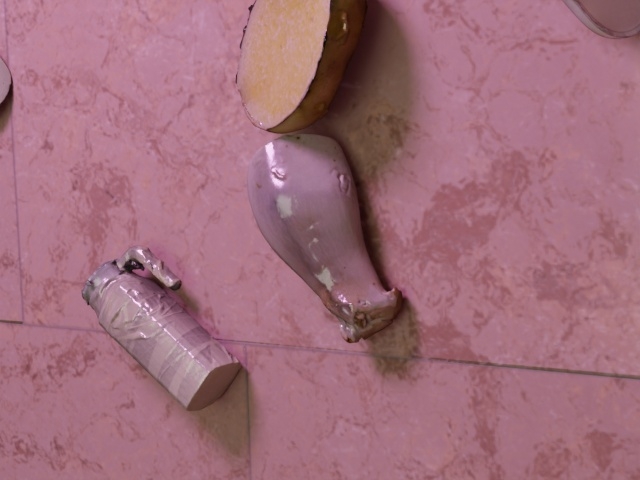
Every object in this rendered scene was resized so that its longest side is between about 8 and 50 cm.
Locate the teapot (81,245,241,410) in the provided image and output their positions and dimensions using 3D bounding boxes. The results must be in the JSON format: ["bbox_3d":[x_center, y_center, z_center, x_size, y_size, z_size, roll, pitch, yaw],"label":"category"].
[{"bbox_3d":[-0.182,0.093,1.599,0.200,0.077,0.107,41,112,21],"label":"teapot"}]

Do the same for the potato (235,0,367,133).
[{"bbox_3d":[-0.012,-0.205,1.448,0.200,0.081,0.164,-62,41,28],"label":"potato"}]

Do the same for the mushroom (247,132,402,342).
[{"bbox_3d":[0.000,0.000,1.461,0.116,0.093,0.225,-23,79,12],"label":"mushroom"}]

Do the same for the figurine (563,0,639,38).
[{"bbox_3d":[0.197,-0.291,1.285,0.141,0.166,0.250,-10,105,56],"label":"figurine"}]

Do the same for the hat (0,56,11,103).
[{"bbox_3d":[-0.469,-0.214,1.746,0.122,0.081,0.166,-37,87,33],"label":"hat"}]
